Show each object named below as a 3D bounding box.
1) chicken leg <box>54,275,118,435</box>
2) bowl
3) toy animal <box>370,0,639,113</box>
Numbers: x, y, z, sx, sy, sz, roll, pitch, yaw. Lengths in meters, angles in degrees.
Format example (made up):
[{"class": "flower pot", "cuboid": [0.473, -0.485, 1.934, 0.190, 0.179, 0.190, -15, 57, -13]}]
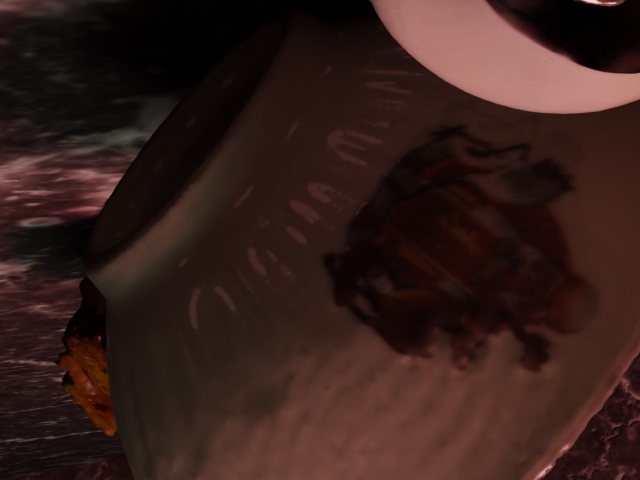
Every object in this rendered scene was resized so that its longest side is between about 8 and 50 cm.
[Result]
[{"class": "chicken leg", "cuboid": [-0.061, 0.037, 1.021, 0.211, 0.140, 0.361, -28, 180, -35]}, {"class": "bowl", "cuboid": [0.000, 0.000, 0.696, 0.157, 0.337, 0.337, 38, 149, -16]}, {"class": "toy animal", "cuboid": [0.074, -0.113, 0.447, 0.166, 0.138, 0.179, 14, 171, -13]}]
